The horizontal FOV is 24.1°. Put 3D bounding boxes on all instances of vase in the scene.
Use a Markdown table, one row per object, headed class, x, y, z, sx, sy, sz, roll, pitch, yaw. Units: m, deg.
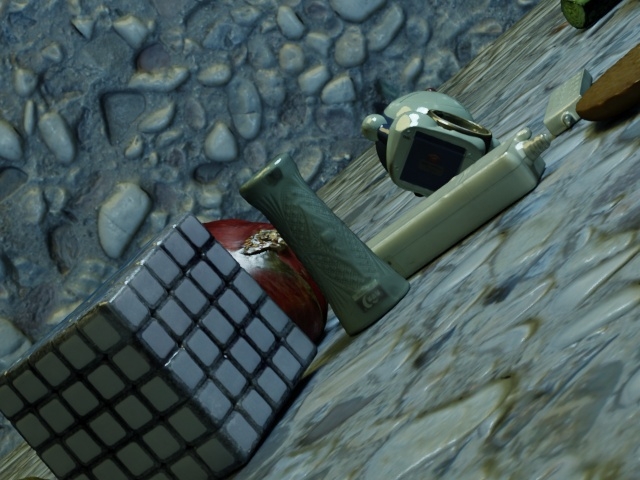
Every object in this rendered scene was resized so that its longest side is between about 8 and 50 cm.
| class | x | y | z | sx | sy | sz | roll | pitch | yaw |
| --- | --- | --- | --- | --- | --- | --- | --- | --- | --- |
| vase | 0.000 | 0.000 | 1.766 | 0.096 | 0.219 | 0.096 | -40 | 6 | 5 |

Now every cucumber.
| class | x | y | z | sx | sy | sz | roll | pitch | yaw |
| --- | --- | --- | --- | --- | --- | --- | --- | --- | --- |
| cucumber | 0.543 | -0.468 | 2.769 | 0.211 | 0.062 | 0.078 | -35 | 38 | -19 |

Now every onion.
| class | x | y | z | sx | sy | sz | roll | pitch | yaw |
| --- | --- | --- | --- | --- | --- | --- | --- | --- | --- |
| onion | -0.103 | 0.061 | 1.903 | 0.248 | 0.161 | 0.248 | -2 | 20 | 1 |

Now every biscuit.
| class | x | y | z | sx | sy | sz | roll | pitch | yaw |
| --- | --- | --- | --- | --- | --- | --- | --- | --- | --- |
| biscuit | 0.411 | -0.222 | 1.773 | 0.262 | 0.037 | 0.262 | -40 | 6 | 5 |

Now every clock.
| class | x | y | z | sx | sy | sz | roll | pitch | yaw |
| --- | --- | --- | --- | --- | --- | --- | --- | --- | --- |
| clock | 0.155 | -0.140 | 2.180 | 0.243 | 0.199 | 0.147 | -83 | 8 | -77 |

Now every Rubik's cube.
| class | x | y | z | sx | sy | sz | roll | pitch | yaw |
| --- | --- | --- | --- | --- | --- | --- | --- | --- | --- |
| Rubik's cube | -0.186 | 0.151 | 1.691 | 0.237 | 0.238 | 0.237 | -38 | 7 | 35 |

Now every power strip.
| class | x | y | z | sx | sy | sz | roll | pitch | yaw |
| --- | --- | --- | --- | --- | --- | --- | --- | --- | --- |
| power strip | 0.152 | -0.028 | 1.833 | 0.338 | 0.058 | 0.098 | -37 | 6 | 26 |
| power strip | 0.337 | -0.187 | 2.028 | 0.060 | 0.027 | 0.253 | -38 | 6 | 19 |

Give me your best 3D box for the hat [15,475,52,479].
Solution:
| class | x | y | z | sx | sy | sz | roll | pitch | yaw |
| --- | --- | --- | --- | --- | --- | --- | --- | --- | --- |
| hat | -0.402 | 0.402 | 2.061 | 0.146 | 0.067 | 0.146 | -8 | 41 | 7 |
